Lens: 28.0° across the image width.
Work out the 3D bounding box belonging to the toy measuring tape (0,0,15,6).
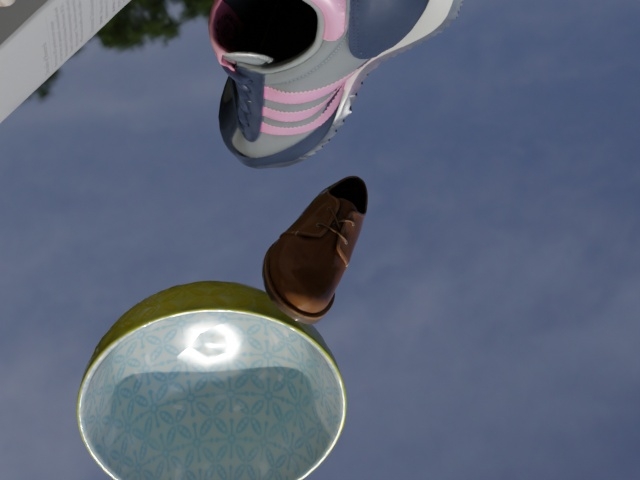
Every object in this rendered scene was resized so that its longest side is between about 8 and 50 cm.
[{"bbox_3d":[-0.385,-0.136,0.921,0.330,0.121,0.121,-5,-143,-8],"label":"toy measuring tape"}]

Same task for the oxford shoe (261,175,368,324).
[{"bbox_3d":[0.000,0.000,1.198,0.076,0.076,0.212,-53,-171,32],"label":"oxford shoe"}]

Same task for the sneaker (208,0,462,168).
[{"bbox_3d":[-0.032,-0.135,0.873,0.131,0.319,0.112,-9,-107,-28],"label":"sneaker"}]

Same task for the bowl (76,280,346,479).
[{"bbox_3d":[-0.122,0.145,1.438,0.289,0.289,0.156,-21,-147,8],"label":"bowl"}]

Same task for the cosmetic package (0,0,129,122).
[{"bbox_3d":[-0.360,-0.253,1.294,0.217,0.156,0.385,42,-108,7],"label":"cosmetic package"}]
